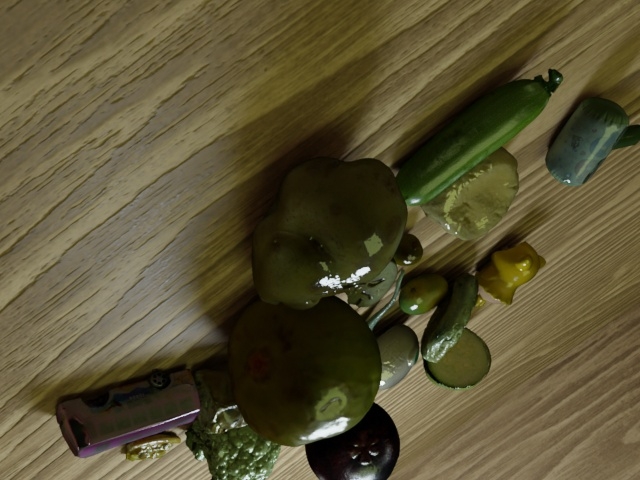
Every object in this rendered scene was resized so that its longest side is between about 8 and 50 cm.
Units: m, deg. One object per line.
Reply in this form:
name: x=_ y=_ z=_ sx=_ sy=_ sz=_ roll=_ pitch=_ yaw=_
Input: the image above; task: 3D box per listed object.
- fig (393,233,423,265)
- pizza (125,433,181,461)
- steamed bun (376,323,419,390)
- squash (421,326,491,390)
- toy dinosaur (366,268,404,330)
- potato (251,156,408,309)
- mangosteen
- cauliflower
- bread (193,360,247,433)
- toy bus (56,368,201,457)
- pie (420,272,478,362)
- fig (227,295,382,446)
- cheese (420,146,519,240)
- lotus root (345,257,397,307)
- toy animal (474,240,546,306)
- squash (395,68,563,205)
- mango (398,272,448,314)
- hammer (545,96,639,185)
fig: x=0.189 y=0.025 z=1.364 sx=0.074 sy=0.073 sz=0.088 roll=-5 pitch=164 yaw=-39
pizza: x=-0.423 y=0.520 z=1.492 sx=0.099 sy=0.035 sz=0.160 roll=-45 pitch=147 yaw=17
steamed bun: x=0.192 y=0.338 z=1.689 sx=0.228 sy=0.130 sz=0.177 roll=-30 pitch=159 yaw=-33
squash: x=0.441 y=0.400 z=1.955 sx=0.220 sy=0.220 sz=0.133 roll=-28 pitch=145 yaw=-11
toy dinosaur: x=0.110 y=0.241 z=1.557 sx=0.383 sy=0.076 sz=0.129 roll=-51 pitch=177 yaw=35
potato: x=-0.001 y=-0.003 z=1.026 sx=0.218 sy=0.202 sz=0.351 roll=28 pitch=126 yaw=-15
mangosteen: x=0.091 y=0.650 z=1.924 sx=0.307 sy=0.306 sz=0.347 roll=-23 pitch=175 yaw=-18
cauliflower: x=-0.233 y=0.513 z=1.509 sx=0.251 sy=0.274 sz=0.272 roll=-7 pitch=-167 yaw=22
bread: x=-0.166 y=0.350 z=1.403 sx=0.268 sy=0.130 sz=0.151 roll=-8 pitch=106 yaw=-39
toy bus: x=-0.390 y=0.351 z=1.235 sx=0.274 sy=0.112 sz=0.090 roll=-10 pitch=148 yaw=-34
pie: x=0.359 y=0.220 z=1.667 sx=0.276 sy=0.079 sz=0.277 roll=-62 pitch=173 yaw=-14
fig: x=-0.020 y=0.260 z=1.270 sx=0.344 sy=0.343 sz=0.343 roll=-24 pitch=147 yaw=-17
cheese: x=0.323 y=-0.108 z=1.269 sx=0.214 sy=0.117 sz=0.226 roll=-49 pitch=141 yaw=11
lotus root: x=0.077 y=0.041 z=1.234 sx=0.138 sy=0.119 sz=0.235 roll=-36 pitch=146 yaw=1
toy animal: x=0.528 y=0.106 z=1.717 sx=0.156 sy=0.156 sz=0.230 roll=11 pitch=130 yaw=-49
squash: x=0.291 y=-0.197 z=1.131 sx=0.379 sy=0.101 sz=0.101 roll=-37 pitch=148 yaw=12
mango: x=0.277 y=0.138 z=1.588 sx=0.191 sy=0.086 sz=0.122 roll=-11 pitch=133 yaw=-52
hammer: x=0.684 y=-0.246 z=1.430 sx=0.336 sy=0.119 sz=0.206 roll=-15 pitch=144 yaw=-39
